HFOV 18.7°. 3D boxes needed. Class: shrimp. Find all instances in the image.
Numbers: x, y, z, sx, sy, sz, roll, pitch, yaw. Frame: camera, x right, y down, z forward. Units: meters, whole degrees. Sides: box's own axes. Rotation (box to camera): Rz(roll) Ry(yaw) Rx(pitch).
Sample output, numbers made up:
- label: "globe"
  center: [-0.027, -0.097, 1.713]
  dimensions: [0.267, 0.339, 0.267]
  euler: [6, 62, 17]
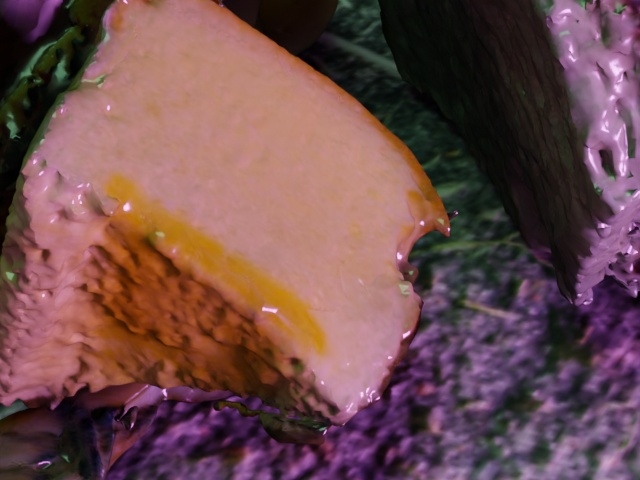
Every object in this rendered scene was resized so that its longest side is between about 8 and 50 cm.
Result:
- label: "shrimp"
  center: [-0.031, 0.096, 0.743]
  dimensions: [0.262, 0.051, 0.198]
  euler: [13, 42, 39]

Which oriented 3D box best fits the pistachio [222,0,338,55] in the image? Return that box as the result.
- label: "pistachio"
  center: [-0.140, -0.163, 0.997]
  dimensions: [0.308, 0.230, 0.230]
  euler: [-2, 35, -5]

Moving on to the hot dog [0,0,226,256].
- label: "hot dog"
  center: [-0.168, -0.057, 0.861]
  dimensions: [0.270, 0.162, 0.082]
  euler: [-40, 5, -3]

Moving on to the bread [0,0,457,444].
- label: "bread"
  center: [-0.041, 0.013, 0.777]
  dimensions: [0.160, 0.169, 0.140]
  euler: [25, 53, 0]

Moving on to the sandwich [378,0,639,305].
- label: "sandwich"
  center: [0.105, -0.122, 0.827]
  dimensions: [0.131, 0.262, 0.325]
  euler: [-23, 36, -7]
